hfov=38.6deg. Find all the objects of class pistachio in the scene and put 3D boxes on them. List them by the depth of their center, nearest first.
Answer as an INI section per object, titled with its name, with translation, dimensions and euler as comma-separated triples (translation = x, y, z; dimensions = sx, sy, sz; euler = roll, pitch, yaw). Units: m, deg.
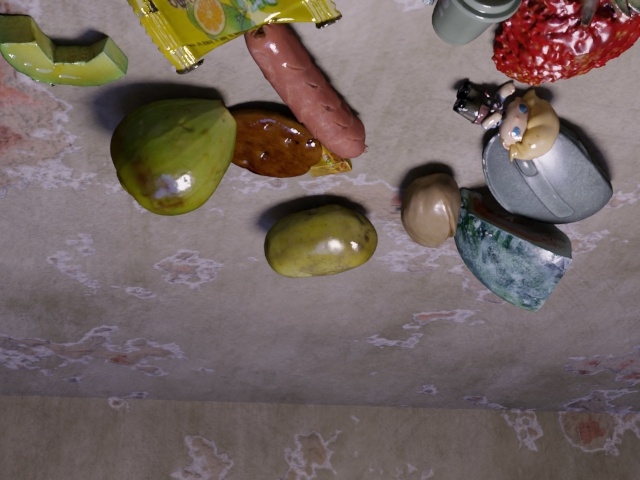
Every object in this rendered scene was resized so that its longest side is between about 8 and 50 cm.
[pistachio]
translation = 0.232, -0.060, 1.907
dimensions = 0.136, 0.135, 0.226
euler = -2, 153, 1

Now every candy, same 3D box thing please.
[candy]
translation = -0.138, -0.353, 1.345
dimensions = 0.297, 0.081, 0.187
euler = -16, 127, 25

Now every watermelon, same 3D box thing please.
[watermelon]
translation = 0.435, 0.007, 1.927
dimensions = 0.214, 0.319, 0.290
euler = -36, -166, -22

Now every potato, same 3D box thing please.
[potato]
translation = 0.000, 0.001, 1.998
dimensions = 0.228, 0.148, 0.197
euler = -24, 133, 34

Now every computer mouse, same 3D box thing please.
[computer mouse]
translation = 0.463, -0.118, 1.823
dimensions = 0.203, 0.114, 0.374
euler = -21, 146, 35

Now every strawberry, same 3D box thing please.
[strawberry]
translation = 0.396, -0.307, 1.425
dimensions = 0.234, 0.137, 0.306
euler = 0, 152, -5

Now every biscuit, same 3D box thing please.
[biscuit]
translation = -0.102, -0.180, 1.724
dimensions = 0.212, 0.036, 0.212
euler = 8, 152, 4

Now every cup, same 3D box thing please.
[cup]
translation = 0.226, -0.357, 1.354
dimensions = 0.120, 0.119, 0.141
euler = 4, 166, -11

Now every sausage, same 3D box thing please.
[sausage]
translation = -0.016, -0.248, 1.573
dimensions = 0.088, 0.087, 0.433
euler = -13, 151, 22

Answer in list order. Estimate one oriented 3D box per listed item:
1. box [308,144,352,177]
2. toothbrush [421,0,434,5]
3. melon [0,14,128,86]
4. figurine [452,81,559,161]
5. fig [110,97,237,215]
[box]
translation = -0.002, -0.173, 1.789
dimensions = 0.089, 0.022, 0.156
euler = -7, 152, 17
[toothbrush]
translation = 0.180, -0.417, 1.324
dimensions = 0.019, 0.016, 0.219
euler = 10, 153, -4
[melon]
translation = -0.418, -0.300, 1.480
dimensions = 0.210, 0.064, 0.118
euler = 2, 148, -13
[figurine]
translation = 0.333, -0.222, 1.628
dimensions = 0.196, 0.114, 0.108
euler = 27, 147, -17
[fig]
translation = -0.255, -0.149, 1.626
dimensions = 0.230, 0.207, 0.207
euler = -11, 152, 19
